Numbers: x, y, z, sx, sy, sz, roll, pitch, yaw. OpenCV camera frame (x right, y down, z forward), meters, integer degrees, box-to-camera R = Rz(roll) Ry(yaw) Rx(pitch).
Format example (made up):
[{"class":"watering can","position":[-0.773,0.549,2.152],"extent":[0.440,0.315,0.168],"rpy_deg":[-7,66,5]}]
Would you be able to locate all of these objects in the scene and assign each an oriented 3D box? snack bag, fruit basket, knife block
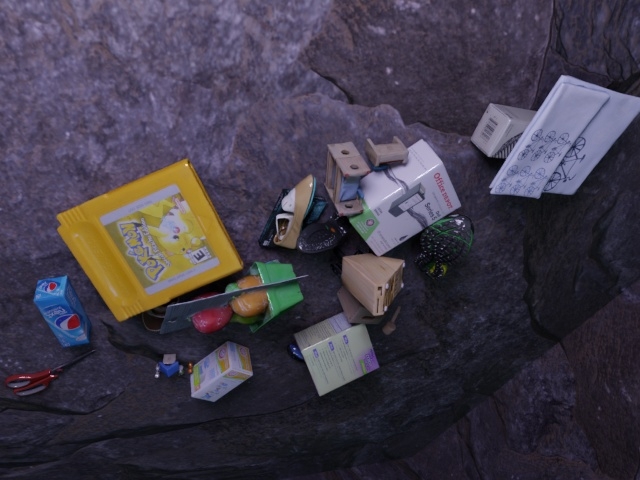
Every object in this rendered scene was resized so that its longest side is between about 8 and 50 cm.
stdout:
[{"class":"snack bag","position":[0.650,-0.244,1.115],"extent":[0.343,0.037,0.322],"rpy_deg":[2,131,-25]},{"class":"fruit basket","position":[-0.244,0.162,1.145],"extent":[0.354,0.165,0.327],"rpy_deg":[-6,160,-25]},{"class":"knife block","position":[0.103,0.096,1.198],"extent":[0.242,0.276,0.088],"rpy_deg":[8,110,24]}]

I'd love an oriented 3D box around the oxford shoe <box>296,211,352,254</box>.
[{"class":"oxford shoe","position":[0.000,0.000,1.129],"extent":[0.096,0.082,0.227],"rpy_deg":[-44,170,34]}]

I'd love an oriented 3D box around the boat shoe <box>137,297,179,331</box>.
[{"class":"boat shoe","position":[-0.434,0.150,1.132],"extent":[0.123,0.116,0.324],"rpy_deg":[0,133,-24]}]

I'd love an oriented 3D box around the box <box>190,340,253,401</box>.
[{"class":"box","position":[-0.349,0.460,1.489],"extent":[0.203,0.114,0.103],"rpy_deg":[-37,135,18]}]

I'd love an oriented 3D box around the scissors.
[{"class":"scissors","position":[-0.812,0.407,1.310],"extent":[0.298,0.021,0.108],"rpy_deg":[-20,136,-5]}]

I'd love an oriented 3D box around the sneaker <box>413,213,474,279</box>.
[{"class":"sneaker","position":[0.379,-0.003,1.285],"extent":[0.146,0.134,0.343],"rpy_deg":[-51,169,-16]}]

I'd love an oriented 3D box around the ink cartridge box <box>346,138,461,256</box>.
[{"class":"ink cartridge box","position":[0.214,-0.108,1.148],"extent":[0.273,0.114,0.198],"rpy_deg":[-33,137,10]}]

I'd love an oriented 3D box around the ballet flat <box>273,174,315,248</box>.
[{"class":"ballet flat","position":[-0.071,-0.065,1.061],"extent":[0.073,0.080,0.232],"rpy_deg":[6,131,-13]}]

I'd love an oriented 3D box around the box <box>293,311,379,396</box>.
[{"class":"box","position":[0.058,0.397,1.527],"extent":[0.243,0.117,0.213],"rpy_deg":[-23,113,-8]}]

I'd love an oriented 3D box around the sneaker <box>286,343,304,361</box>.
[{"class":"sneaker","position":[-0.031,0.434,1.638],"extent":[0.221,0.087,0.083],"rpy_deg":[24,154,-24]}]

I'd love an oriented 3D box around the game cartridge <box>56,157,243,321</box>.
[{"class":"game cartridge","position":[-0.381,0.007,0.965],"extent":[0.324,0.052,0.285],"rpy_deg":[-24,110,-1]}]

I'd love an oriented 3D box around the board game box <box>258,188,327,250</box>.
[{"class":"board game box","position":[-0.077,-0.050,1.148],"extent":[0.126,0.026,0.186],"rpy_deg":[9,129,-31]}]

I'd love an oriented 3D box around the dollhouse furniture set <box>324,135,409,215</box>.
[{"class":"dollhouse furniture set","position":[0.119,-0.159,1.044],"extent":[0.184,0.128,0.129],"rpy_deg":[-10,137,-14]}]

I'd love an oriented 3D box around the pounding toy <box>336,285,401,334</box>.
[{"class":"pounding toy","position":[0.176,0.240,1.423],"extent":[0.181,0.206,0.094],"rpy_deg":[10,129,-31]}]

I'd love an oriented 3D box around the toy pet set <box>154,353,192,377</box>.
[{"class":"toy pet set","position":[-0.497,0.440,1.430],"extent":[0.122,0.065,0.114],"rpy_deg":[1,129,-12]}]

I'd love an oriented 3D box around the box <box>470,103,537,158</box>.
[{"class":"box","position":[0.551,-0.280,1.133],"extent":[0.276,0.094,0.113],"rpy_deg":[-1,132,-22]}]

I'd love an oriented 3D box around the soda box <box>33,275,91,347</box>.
[{"class":"soda box","position":[-0.665,0.189,1.106],"extent":[0.067,0.071,0.210],"rpy_deg":[-9,136,-15]}]
